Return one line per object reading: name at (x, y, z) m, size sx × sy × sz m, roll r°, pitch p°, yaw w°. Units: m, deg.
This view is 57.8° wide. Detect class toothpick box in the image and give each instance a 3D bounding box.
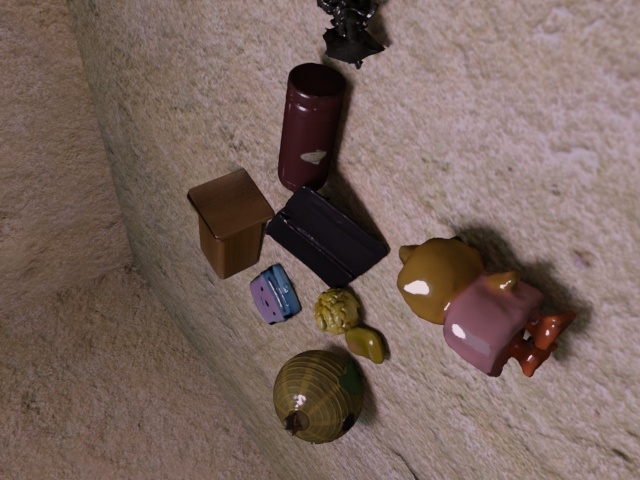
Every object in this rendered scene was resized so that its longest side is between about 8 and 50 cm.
toothpick box at (-0.274, -0.031, 1.748) m, size 0.187 × 0.190 × 0.308 m, roll 53°, pitch 155°, yaw 20°

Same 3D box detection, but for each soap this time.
soap at (0.110, 0.251, 1.421) m, size 0.140 × 0.045 × 0.089 m, roll 11°, pitch 125°, yaw 57°

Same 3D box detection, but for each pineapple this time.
pineapple at (0.030, -0.397, 0.950) m, size 0.119 × 0.111 × 0.237 m, roll -16°, pitch 113°, yaw 25°

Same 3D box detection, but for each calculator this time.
calculator at (-0.146, 0.176, 1.819) m, size 0.173 × 0.051 × 0.293 m, roll 65°, pitch 153°, yaw 5°

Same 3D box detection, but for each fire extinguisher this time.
fire extinguisher at (-0.021, -0.196, 1.223) m, size 0.135 × 0.114 × 0.337 m, roll 27°, pitch 142°, yaw 11°

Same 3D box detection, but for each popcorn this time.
popcorn at (0.040, 0.175, 1.414) m, size 0.106 × 0.116 × 0.120 m, roll 33°, pitch -177°, yaw -33°

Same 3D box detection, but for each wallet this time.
wallet at (0.000, 0.000, 1.342) m, size 0.247 × 0.041 × 0.323 m, roll 41°, pitch 151°, yaw -2°

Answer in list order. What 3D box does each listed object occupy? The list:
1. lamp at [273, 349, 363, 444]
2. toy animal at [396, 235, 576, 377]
lamp at (-0.017, 0.421, 1.535) m, size 0.250 × 0.284 × 0.250 m, roll 7°, pitch 108°, yaw 24°
toy animal at (0.236, 0.095, 0.926) m, size 0.281 × 0.169 × 0.195 m, roll 47°, pitch 145°, yaw 32°
